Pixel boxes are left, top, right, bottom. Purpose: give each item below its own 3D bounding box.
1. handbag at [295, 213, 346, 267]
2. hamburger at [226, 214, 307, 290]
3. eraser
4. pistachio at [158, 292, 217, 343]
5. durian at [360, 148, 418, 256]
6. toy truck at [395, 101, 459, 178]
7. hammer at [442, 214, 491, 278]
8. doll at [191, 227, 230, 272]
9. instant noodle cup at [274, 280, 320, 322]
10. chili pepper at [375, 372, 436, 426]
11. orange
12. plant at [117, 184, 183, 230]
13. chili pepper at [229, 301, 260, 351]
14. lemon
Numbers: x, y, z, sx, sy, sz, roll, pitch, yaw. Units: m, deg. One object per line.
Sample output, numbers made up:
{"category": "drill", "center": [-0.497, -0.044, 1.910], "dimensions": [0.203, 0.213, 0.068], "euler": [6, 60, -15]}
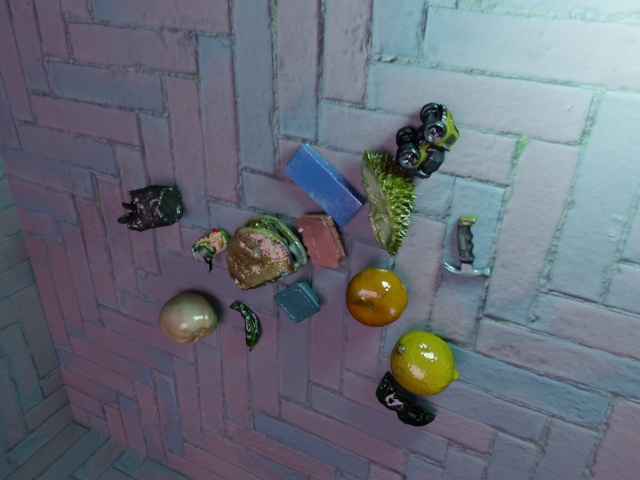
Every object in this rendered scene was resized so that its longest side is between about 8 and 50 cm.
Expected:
{"category": "handbag", "center": [0.000, 0.000, 1.956], "dimensions": [0.157, 0.059, 0.213], "euler": [4, 124, 40]}
{"category": "hamburger", "center": [-0.230, 0.045, 2.040], "dimensions": [0.317, 0.195, 0.277], "euler": [-15, 104, 31]}
{"category": "eraser", "center": [0.013, -0.202, 1.870], "dimensions": [0.312, 0.042, 0.144], "euler": [44, 128, 2]}
{"category": "pistachio", "center": [-0.631, 0.369, 2.417], "dimensions": [0.320, 0.229, 0.238], "euler": [-4, 71, 36]}
{"category": "durian", "center": [0.218, -0.111, 1.741], "dimensions": [0.197, 0.163, 0.395], "euler": [6, 124, 29]}
{"category": "toy truck", "center": [0.341, -0.303, 1.591], "dimensions": [0.165, 0.147, 0.224], "euler": [31, 127, -19]}
{"category": "hammer", "center": [0.493, 0.023, 1.726], "dimensions": [0.158, 0.041, 0.227], "euler": [3, 117, 25]}
{"category": "doll", "center": [-0.472, 0.033, 2.220], "dimensions": [0.134, 0.106, 0.186], "euler": [45, 111, -6]}
{"category": "instant noodle cup", "center": [-0.088, 0.249, 2.146], "dimensions": [0.179, 0.070, 0.157], "euler": [-33, 97, 36]}
{"category": "chili pepper", "center": [0.341, 0.688, 2.111], "dimensions": [0.264, 0.116, 0.148], "euler": [33, 129, 10]}
{"category": "orange", "center": [0.207, 0.207, 1.898], "dimensions": [0.239, 0.171, 0.240], "euler": [7, 124, 11]}
{"category": "plant", "center": [-0.748, -0.146, 2.232], "dimensions": [0.275, 0.199, 0.189], "euler": [-6, 106, 27]}
{"category": "chili pepper", "center": [-0.337, 0.415, 2.374], "dimensions": [0.122, 0.065, 0.279], "euler": [3, 115, 37]}
{"category": "lemon", "center": [0.385, 0.461, 1.903], "dimensions": [0.253, 0.228, 0.229], "euler": [37, 127, 6]}
